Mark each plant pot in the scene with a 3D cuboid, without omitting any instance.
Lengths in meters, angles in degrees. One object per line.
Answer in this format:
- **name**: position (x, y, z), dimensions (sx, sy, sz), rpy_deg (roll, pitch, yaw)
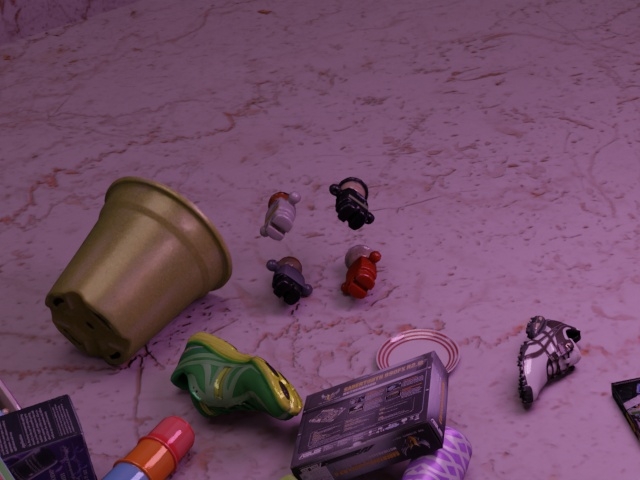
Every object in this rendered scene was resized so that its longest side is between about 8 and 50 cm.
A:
- **plant pot**: position (-0.339, 0.070, 2.271), dimensions (0.276, 0.276, 0.254), rpy_deg (15, 50, 31)

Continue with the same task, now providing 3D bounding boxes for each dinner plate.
- **dinner plate**: position (0.164, 0.197, 2.156), dimensions (0.141, 0.017, 0.141), rpy_deg (-6, 32, 4)

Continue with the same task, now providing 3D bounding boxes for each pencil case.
- **pencil case**: position (0.153, 0.359, 1.855), dimensions (0.086, 0.088, 0.206), rpy_deg (39, 43, -1)

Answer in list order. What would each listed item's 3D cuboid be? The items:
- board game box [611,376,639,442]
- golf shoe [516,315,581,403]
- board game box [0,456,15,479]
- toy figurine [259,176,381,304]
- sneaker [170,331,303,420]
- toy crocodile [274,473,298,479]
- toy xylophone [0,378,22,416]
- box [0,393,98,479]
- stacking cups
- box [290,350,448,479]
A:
- **board game box**: position (0.594, 0.243, 1.980), dimensions (0.260, 0.030, 0.136), rpy_deg (-11, 31, -4)
- **golf shoe**: position (0.369, 0.189, 2.069), dimensions (0.094, 0.077, 0.198), rpy_deg (5, 36, 18)
- **board game box**: position (-0.441, 0.356, 1.723), dimensions (0.046, 0.213, 0.317), rpy_deg (-29, 79, -31)
- **toy figurine**: position (0.000, 0.000, 2.322), dimensions (0.210, 0.213, 0.148), rpy_deg (-8, 23, 5)
- **sneaker**: position (-0.136, 0.243, 2.076), dimensions (0.296, 0.109, 0.123), rpy_deg (17, 67, 51)
- **toy crocodile**: position (-0.168, 0.416, 1.809), dimensions (0.341, 0.105, 0.115), rpy_deg (-21, 35, -20)
- **toy xylophone**: position (-0.651, 0.300, 2.035), dimensions (0.236, 0.081, 0.323), rpy_deg (44, 56, 5)
- **box**: position (-0.450, 0.347, 1.937), dimensions (0.207, 0.153, 0.108), rpy_deg (-19, 35, -14)
- **stacking cups**: position (-0.300, 0.382, 1.923), dimensions (0.096, 0.096, 0.316), rpy_deg (10, 32, 26)
- **box**: position (0.076, 0.272, 1.942), dimensions (0.231, 0.056, 0.183), rpy_deg (-22, 23, 19)
